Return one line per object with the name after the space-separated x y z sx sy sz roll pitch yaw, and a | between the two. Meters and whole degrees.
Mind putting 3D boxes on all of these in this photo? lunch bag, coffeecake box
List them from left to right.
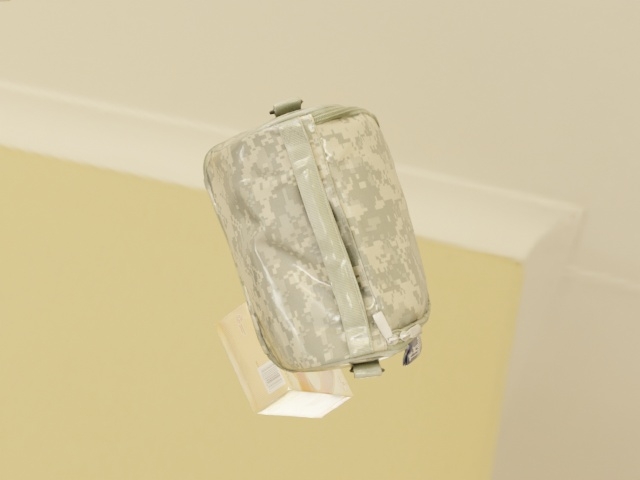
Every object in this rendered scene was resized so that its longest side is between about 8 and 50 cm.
-0.049 0.170 1.746 0.068 0.142 0.185 -35 -24 19 | coffeecake box
0.000 0.000 1.405 0.212 0.305 0.256 -18 1 -3 | lunch bag
